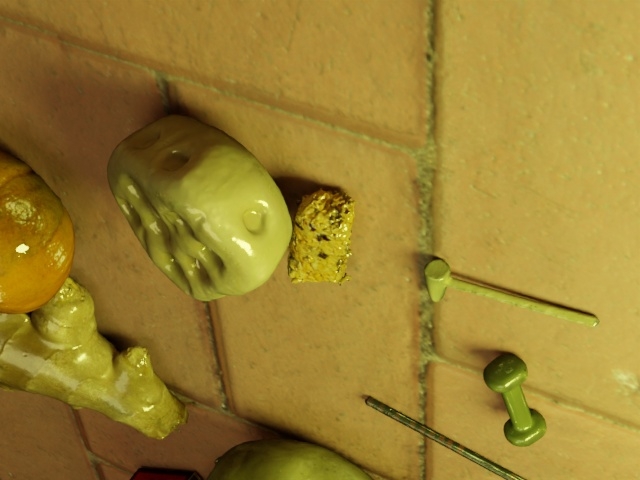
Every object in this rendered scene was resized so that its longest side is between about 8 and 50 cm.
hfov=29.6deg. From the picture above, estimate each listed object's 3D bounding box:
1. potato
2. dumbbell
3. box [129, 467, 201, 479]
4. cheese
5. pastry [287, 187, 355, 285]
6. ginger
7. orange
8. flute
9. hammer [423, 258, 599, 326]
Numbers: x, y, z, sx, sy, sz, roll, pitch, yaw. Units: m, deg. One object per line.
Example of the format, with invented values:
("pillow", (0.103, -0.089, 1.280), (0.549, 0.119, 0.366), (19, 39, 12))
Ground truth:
("potato", (-0.015, 0.410, 1.695), (0.326, 0.221, 0.243), (44, 145, -5))
("dumbbell", (0.225, 0.186, 1.397), (0.046, 0.052, 0.118), (37, 156, 51))
("box", (-0.217, 0.495, 2.077), (0.153, 0.074, 0.240), (-2, 129, 45))
("cheese", (-0.135, -0.032, 1.367), (0.235, 0.117, 0.218), (41, 152, 19))
("pastry", (0.000, 0.000, 1.365), (0.080, 0.056, 0.140), (12, 137, 11))
("ginger", (-0.362, 0.150, 1.806), (0.375, 0.166, 0.236), (13, 107, -9))
("orange", (-0.428, -0.018, 1.586), (0.240, 0.171, 0.240), (34, 155, 18))
("flute", (0.176, 0.268, 1.560), (0.269, 0.014, 0.014), (27, 143, 11))
("hammer", (0.205, 0.071, 1.309), (0.195, 0.028, 0.060), (16, 145, 22))
